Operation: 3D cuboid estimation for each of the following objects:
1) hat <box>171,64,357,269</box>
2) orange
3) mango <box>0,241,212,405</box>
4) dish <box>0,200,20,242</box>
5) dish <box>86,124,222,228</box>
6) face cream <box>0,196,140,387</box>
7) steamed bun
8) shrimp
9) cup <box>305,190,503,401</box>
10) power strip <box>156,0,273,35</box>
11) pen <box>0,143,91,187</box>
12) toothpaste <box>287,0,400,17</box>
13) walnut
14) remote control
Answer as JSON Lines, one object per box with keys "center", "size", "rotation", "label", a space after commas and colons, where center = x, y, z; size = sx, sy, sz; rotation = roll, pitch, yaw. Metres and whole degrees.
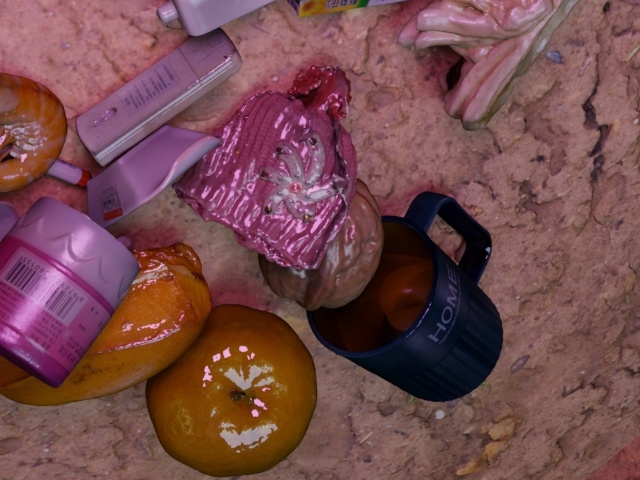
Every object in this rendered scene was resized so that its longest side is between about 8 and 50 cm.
{"center": [-0.045, -0.121, 1.494], "size": [0.286, 0.236, 0.107], "rotation": [-59, 179, -4], "label": "hat"}
{"center": [-0.141, 0.238, 1.710], "size": [0.279, 0.235, 0.279], "rotation": [0, 88, -14], "label": "orange"}
{"center": [-0.321, 0.139, 1.555], "size": [0.350, 0.201, 0.199], "rotation": [-32, 113, 9], "label": "mango"}
{"center": [-0.493, 0.032, 1.395], "size": [0.229, 0.081, 0.229], "rotation": [-43, 146, -38], "label": "dish"}
{"center": [-0.225, -0.095, 1.396], "size": [0.154, 0.234, 0.064], "rotation": [-44, 103, -34], "label": "dish"}
{"center": [-0.355, 0.067, 1.392], "size": [0.195, 0.175, 0.175], "rotation": [-55, 142, -17], "label": "face cream"}
{"center": [0.252, -0.345, 1.488], "size": [0.428, 0.189, 0.247], "rotation": [-56, 175, 30], "label": "steamed bun"}
{"center": [-0.413, -0.144, 1.299], "size": [0.248, 0.068, 0.150], "rotation": [25, 85, -47], "label": "shrimp"}
{"center": [0.154, 0.101, 1.820], "size": [0.242, 0.308, 0.292], "rotation": [-15, 147, 28], "label": "cup"}
{"center": [-0.032, -0.365, 1.341], "size": [0.385, 0.091, 0.062], "rotation": [-27, 136, -8], "label": "power strip"}
{"center": [-0.398, -0.117, 1.381], "size": [0.239, 0.028, 0.028], "rotation": [24, 113, -44], "label": "pen"}
{"center": [0.043, -0.339, 1.448], "size": [0.178, 0.043, 0.037], "rotation": [-14, 135, -22], "label": "toothpaste"}
{"center": [0.000, 0.000, 1.627], "size": [0.198, 0.198, 0.245], "rotation": [-6, 130, -29], "label": "walnut"}
{"center": [-0.209, -0.190, 1.382], "size": [0.233, 0.098, 0.038], "rotation": [-35, 133, 0], "label": "remote control"}
